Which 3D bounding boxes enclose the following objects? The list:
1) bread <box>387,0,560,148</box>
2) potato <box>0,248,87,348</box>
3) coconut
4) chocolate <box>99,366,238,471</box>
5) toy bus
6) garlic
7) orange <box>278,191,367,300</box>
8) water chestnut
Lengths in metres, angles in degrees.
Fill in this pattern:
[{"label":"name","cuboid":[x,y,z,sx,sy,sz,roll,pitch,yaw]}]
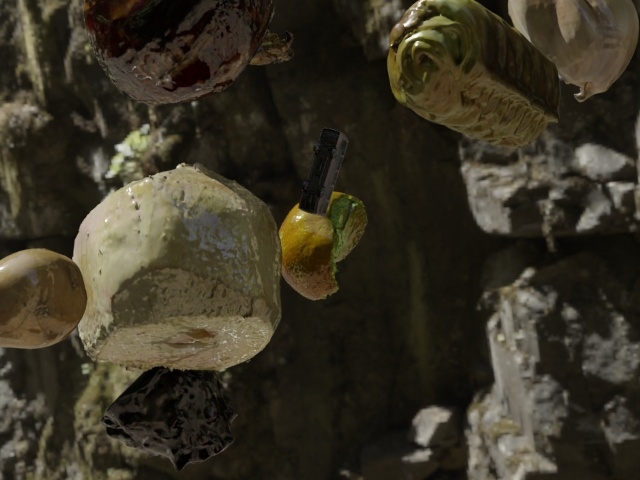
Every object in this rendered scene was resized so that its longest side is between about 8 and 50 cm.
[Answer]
[{"label":"bread","cuboid":[0.137,-0.141,0.747,0.098,0.087,0.269,-45,-21,21]},{"label":"potato","cuboid":[-0.329,0.063,0.974,0.112,0.112,0.147,-6,12,31]},{"label":"coconut","cuboid":[-0.194,0.034,1.214,0.297,0.254,0.297,-9,-26,-5]},{"label":"chocolate","cuboid":[-0.220,0.281,1.414,0.224,0.177,0.206,-44,-4,-11]},{"label":"toy bus","cuboid":[0.006,-0.102,1.302,0.037,0.130,0.052,18,1,26]},{"label":"garlic","cuboid":[0.465,-0.372,1.521,0.217,0.228,0.110,-22,-4,-18]},{"label":"orange","cuboid":[-0.006,0.000,1.742,0.158,0.179,0.237,22,50,4]},{"label":"water chestnut","cuboid":[-0.187,-0.355,1.342,0.335,0.335,0.347,-5,-25,43]}]
